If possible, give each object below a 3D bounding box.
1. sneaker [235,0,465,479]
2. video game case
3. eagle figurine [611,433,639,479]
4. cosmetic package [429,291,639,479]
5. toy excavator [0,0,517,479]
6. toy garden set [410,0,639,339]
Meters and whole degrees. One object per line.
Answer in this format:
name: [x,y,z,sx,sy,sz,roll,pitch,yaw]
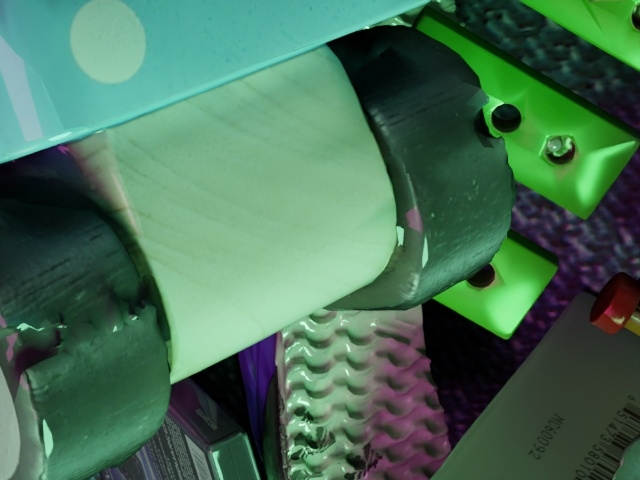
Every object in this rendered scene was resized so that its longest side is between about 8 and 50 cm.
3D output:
sneaker: [-0.001,0.000,0.956,0.146,0.102,0.293,-140,51,-65]
video game case: [-0.081,0.136,1.063,0.274,0.026,0.196,37,146,58]
eagle figurine: [0.244,0.076,0.747,0.226,0.225,0.298,26,125,4]
cosmetic package: [0.108,0.236,0.979,0.155,0.197,0.365,29,131,15]
toy excavator: [-0.099,-0.152,0.664,0.433,0.222,0.445,-12,102,55]
toy garden set: [0.138,-0.063,0.824,0.204,0.049,0.244,30,113,-6]
